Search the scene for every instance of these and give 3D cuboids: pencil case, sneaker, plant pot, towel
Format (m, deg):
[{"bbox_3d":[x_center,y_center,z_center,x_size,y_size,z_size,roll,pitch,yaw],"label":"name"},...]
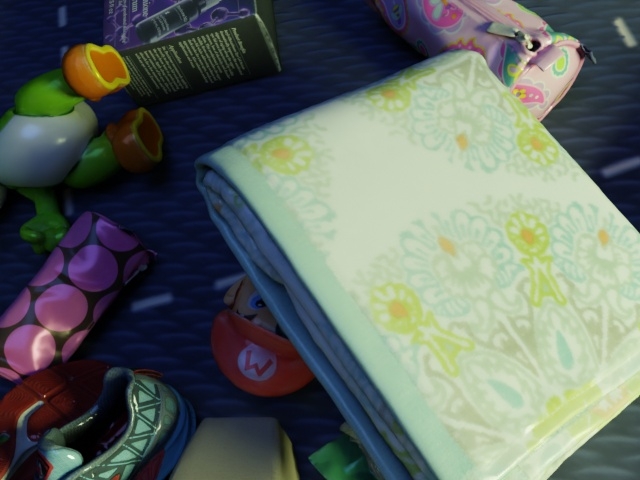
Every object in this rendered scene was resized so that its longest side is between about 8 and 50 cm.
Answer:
[{"bbox_3d":[-0.279,0.069,0.763,0.098,0.095,0.209,36,77,-8],"label":"pencil case"},{"bbox_3d":[-0.234,0.226,0.627,0.104,0.125,0.262,12,55,37],"label":"sneaker"},{"bbox_3d":[-0.072,0.220,0.626,0.109,0.109,0.096,-4,51,13],"label":"plant pot"},{"bbox_3d":[0.168,-0.250,0.788,0.124,0.124,0.284,-36,60,-5],"label":"pencil case"},{"bbox_3d":[-0.292,0.223,0.695,0.087,0.128,0.221,28,40,24],"label":"sneaker"},{"bbox_3d":[0.117,0.016,0.599,0.320,0.090,0.374,-26,71,-29],"label":"towel"}]

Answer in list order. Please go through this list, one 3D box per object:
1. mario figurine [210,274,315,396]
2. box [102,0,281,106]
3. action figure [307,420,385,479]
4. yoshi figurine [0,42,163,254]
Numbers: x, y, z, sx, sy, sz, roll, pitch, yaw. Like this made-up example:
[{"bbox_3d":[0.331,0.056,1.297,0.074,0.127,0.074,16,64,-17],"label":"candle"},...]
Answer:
[{"bbox_3d":[0.000,0.000,0.671,0.198,0.170,0.320,1,55,44],"label":"mario figurine"},{"bbox_3d":[-0.167,-0.285,0.896,0.207,0.108,0.153,-14,61,8],"label":"box"},{"bbox_3d":[0.107,0.243,0.593,0.137,0.063,0.232,-35,64,-8],"label":"action figure"},{"bbox_3d":[-0.384,-0.086,0.807,0.362,0.203,0.203,-21,70,11],"label":"yoshi figurine"}]
